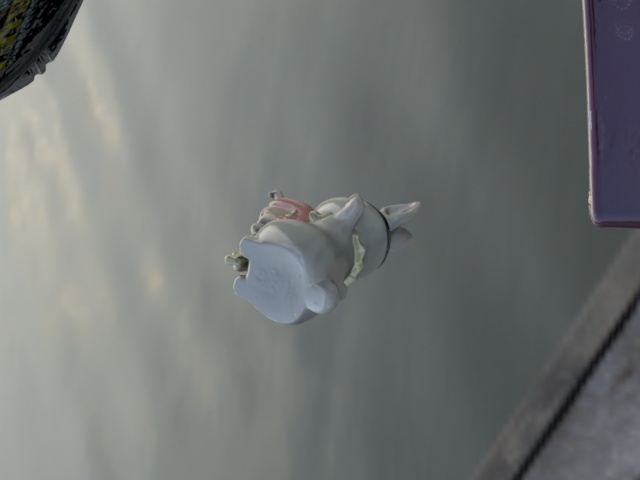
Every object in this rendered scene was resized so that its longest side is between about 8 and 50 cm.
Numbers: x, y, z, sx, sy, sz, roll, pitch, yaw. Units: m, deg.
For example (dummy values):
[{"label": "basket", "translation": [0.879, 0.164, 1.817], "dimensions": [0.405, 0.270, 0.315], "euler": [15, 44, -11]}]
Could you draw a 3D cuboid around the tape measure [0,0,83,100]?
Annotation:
[{"label": "tape measure", "translation": [-0.181, -0.139, 0.831], "dimensions": [0.112, 0.186, 0.199], "euler": [37, 129, 7]}]

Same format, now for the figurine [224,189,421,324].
[{"label": "figurine", "translation": [0.001, -0.008, 1.223], "dimensions": [0.098, 0.146, 0.081], "euler": [40, 130, 8]}]

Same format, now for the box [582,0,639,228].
[{"label": "box", "translation": [0.317, -0.140, 1.522], "dimensions": [0.193, 0.167, 0.294], "euler": [-35, -58, -76]}]
